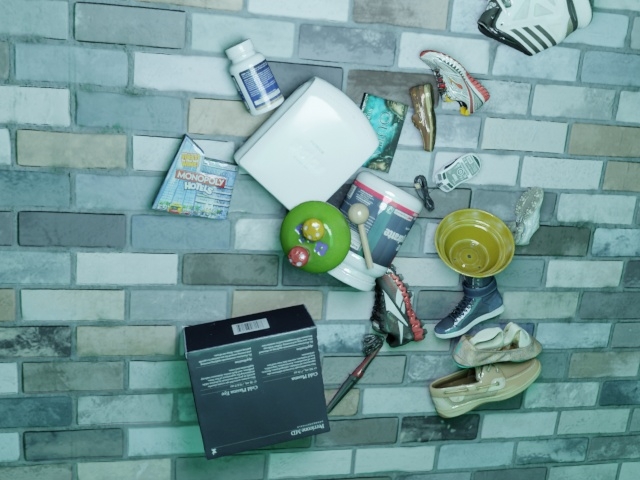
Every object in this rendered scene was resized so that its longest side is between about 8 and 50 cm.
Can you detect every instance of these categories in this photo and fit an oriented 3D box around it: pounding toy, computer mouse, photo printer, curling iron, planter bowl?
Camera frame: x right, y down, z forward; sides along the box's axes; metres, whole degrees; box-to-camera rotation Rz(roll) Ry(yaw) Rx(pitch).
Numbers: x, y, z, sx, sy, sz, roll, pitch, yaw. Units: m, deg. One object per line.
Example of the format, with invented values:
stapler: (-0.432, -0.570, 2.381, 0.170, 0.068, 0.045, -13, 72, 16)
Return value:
pounding toy: (0.000, 0.000, 1.734, 0.236, 0.110, 0.183, -2, 101, 17)
computer mouse: (0.350, -0.171, 1.958, 0.193, 0.042, 0.106, -32, 106, 3)
photo printer: (-0.024, -0.233, 1.800, 0.307, 0.107, 0.256, -44, 109, 8)
curling iron: (0.092, 0.378, 2.054, 0.068, 0.035, 0.274, 32, 95, -22)
planter bowl: (0.416, 0.026, 1.979, 0.217, 0.217, 0.090, -14, 151, -9)

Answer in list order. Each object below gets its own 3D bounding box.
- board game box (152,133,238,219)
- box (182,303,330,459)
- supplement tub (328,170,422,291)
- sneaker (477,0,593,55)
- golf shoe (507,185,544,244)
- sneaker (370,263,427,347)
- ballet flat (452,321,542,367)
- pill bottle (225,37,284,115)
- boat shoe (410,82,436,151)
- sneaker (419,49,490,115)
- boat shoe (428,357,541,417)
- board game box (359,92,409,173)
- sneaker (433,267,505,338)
board game box: (-0.307, -0.160, 1.794, 0.194, 0.060, 0.194, 10, 104, -16)
box: (-0.171, 0.370, 1.915, 0.343, 0.179, 0.313, -10, 107, -10)
supplement tub: (0.123, -0.025, 1.864, 0.191, 0.191, 0.272, 26, 98, -19)
sneaker: (0.484, -0.661, 1.779, 0.257, 0.169, 0.448, -35, 113, -3)
golf shoe: (0.594, -0.068, 2.042, 0.086, 0.069, 0.176, 15, 105, -37)
sneaker: (0.191, 0.183, 1.988, 0.135, 0.097, 0.276, -27, 111, -8)
ballet flat: (0.525, 0.294, 2.065, 0.315, 0.107, 0.106, -7, 122, -28)
pill bottle: (-0.164, -0.397, 1.742, 0.094, 0.094, 0.169, -27, 110, -4)
boat shoe: (0.271, -0.321, 1.890, 0.060, 0.064, 0.178, -2, 107, 19)
sneaker: (0.339, -0.409, 1.861, 0.225, 0.088, 0.093, 38, 96, -20)
boat shoe: (0.486, 0.406, 2.110, 0.341, 0.122, 0.110, -24, 110, -4)
board game box: (0.148, -0.280, 1.885, 0.126, 0.026, 0.186, 13, 102, -16)
sneaker: (0.405, 0.169, 2.037, 0.226, 0.086, 0.164, -26, 117, -11)
